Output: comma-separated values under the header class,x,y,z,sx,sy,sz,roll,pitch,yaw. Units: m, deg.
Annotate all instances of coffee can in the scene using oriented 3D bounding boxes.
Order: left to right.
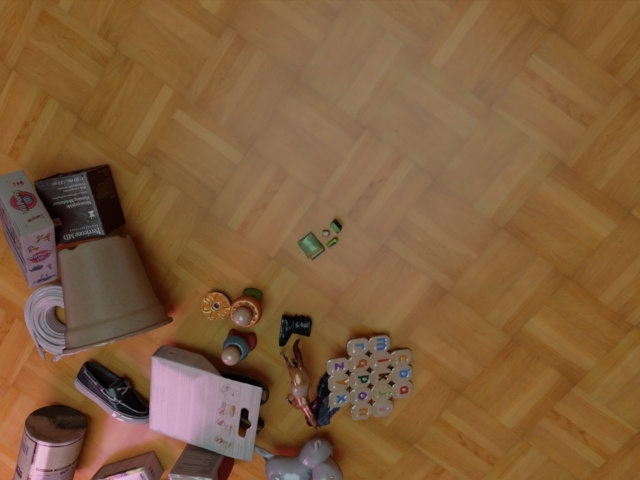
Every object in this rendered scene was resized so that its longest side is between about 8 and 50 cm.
class,x,y,z,sx,sy,sz,roll,pitch,yaw
coffee can,-0.956,0.757,1.947,0.202,0.201,0.275,21,106,2

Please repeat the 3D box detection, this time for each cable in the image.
class,x,y,z,sx,sy,sz,roll,pitch,yaw
cable,-0.869,0.262,1.868,0.257,0.089,0.257,-20,100,12

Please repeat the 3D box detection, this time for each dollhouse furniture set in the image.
class,x,y,z,sx,sy,sz,roll,pitch,yaw
dollhouse furniture set,0.000,0.000,1.691,0.152,0.058,0.076,-38,96,15

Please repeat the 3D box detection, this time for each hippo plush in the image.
class,x,y,z,sx,sy,sz,roll,pitch,yaw
hippo plush,-0.045,0.774,1.851,0.237,0.234,0.294,-32,56,-3

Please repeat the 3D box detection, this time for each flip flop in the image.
class,x,y,z,sx,sy,sz,roll,pitch,yaw
flip flop,-0.293,0.479,1.852,0.277,0.080,0.112,4,102,23

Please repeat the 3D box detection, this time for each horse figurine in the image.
class,x,y,z,sx,sy,sz,roll,pitch,yaw
horse figurine,-0.070,0.456,1.762,0.066,0.174,0.263,-10,106,-24

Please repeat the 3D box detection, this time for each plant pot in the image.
class,x,y,z,sx,sy,sz,roll,pitch,yaw
plant pot,-0.664,0.152,1.714,0.334,0.334,0.305,-16,90,12

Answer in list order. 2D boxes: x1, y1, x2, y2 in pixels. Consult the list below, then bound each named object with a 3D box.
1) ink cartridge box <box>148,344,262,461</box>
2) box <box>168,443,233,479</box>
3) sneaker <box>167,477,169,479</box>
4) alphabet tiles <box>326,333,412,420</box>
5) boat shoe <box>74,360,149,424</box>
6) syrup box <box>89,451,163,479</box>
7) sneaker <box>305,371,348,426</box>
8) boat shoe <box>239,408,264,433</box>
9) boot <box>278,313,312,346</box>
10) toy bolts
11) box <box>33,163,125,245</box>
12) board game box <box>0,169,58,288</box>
class,x,y,z,sx,sy,sz,roll,pitch,yaw
ink cartridge box,-0.379,0.540,1.835,0.385,0.091,0.308,13,111,10
box,-0.394,0.772,1.854,0.149,0.232,0.126,3,105,7
sneaker,-0.603,0.938,1.999,0.110,0.107,0.275,41,106,6
alphabet tiles,0.158,0.438,1.765,0.278,0.021,0.284,-6,104,-9
boat shoe,-0.705,0.521,1.907,0.301,0.108,0.102,32,108,7
syrup box,-0.701,0.855,1.991,0.237,0.096,0.093,-20,101,12
sneaker,0.031,0.515,1.815,0.087,0.083,0.221,24,99,-35
boat shoe,-0.279,0.605,1.883,0.178,0.064,0.060,35,104,-4
boot,-0.082,0.296,1.789,0.099,0.045,0.121,8,107,0
toy bolts,-0.292,0.278,1.752,0.218,0.158,0.228,4,105,7
box,-0.734,-0.114,1.699,0.169,0.167,0.203,-11,105,4
board game box,-0.891,-0.028,1.674,0.224,0.098,0.303,54,145,17
